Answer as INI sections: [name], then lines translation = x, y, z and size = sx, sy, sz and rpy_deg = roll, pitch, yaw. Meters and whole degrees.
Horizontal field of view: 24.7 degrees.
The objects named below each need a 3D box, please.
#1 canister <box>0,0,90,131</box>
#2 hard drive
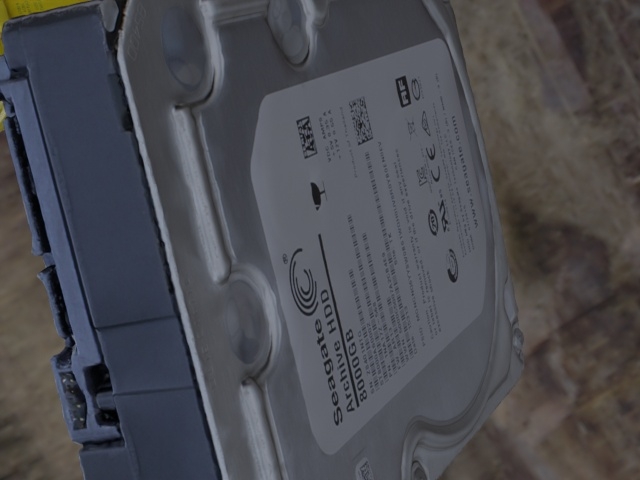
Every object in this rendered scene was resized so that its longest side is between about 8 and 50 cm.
[canister]
translation = -0.140, -0.118, 0.891
size = 0.126, 0.170, 0.073
rpy_deg = -29, 77, 64
[hard drive]
translation = 0.000, 0.000, 0.626
size = 0.064, 0.339, 0.236
rpy_deg = -9, 99, 26
